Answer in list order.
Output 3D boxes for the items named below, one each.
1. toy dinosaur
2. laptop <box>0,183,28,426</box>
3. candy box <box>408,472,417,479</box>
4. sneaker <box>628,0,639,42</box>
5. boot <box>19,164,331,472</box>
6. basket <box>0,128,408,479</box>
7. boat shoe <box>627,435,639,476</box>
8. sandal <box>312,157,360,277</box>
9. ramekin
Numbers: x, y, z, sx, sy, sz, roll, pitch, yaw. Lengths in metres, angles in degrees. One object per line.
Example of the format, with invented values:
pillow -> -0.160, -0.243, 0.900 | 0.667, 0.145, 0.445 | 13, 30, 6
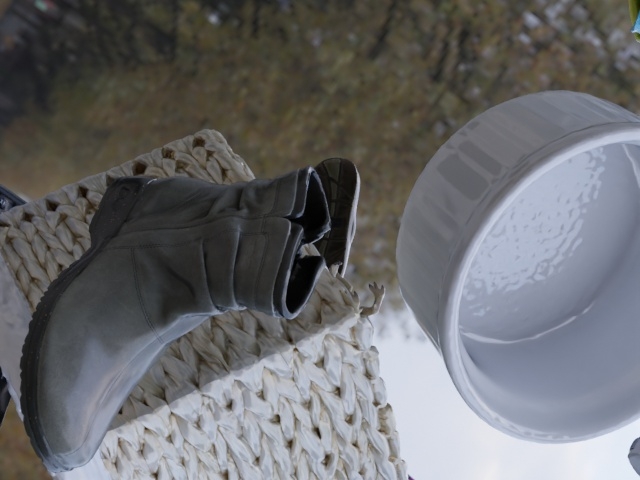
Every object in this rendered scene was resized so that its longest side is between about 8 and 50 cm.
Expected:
toy dinosaur -> 0.026, 0.084, 1.628 | 0.092, 0.053, 0.183 | -63, -143, 33
laptop -> -0.313, 0.024, 1.473 | 0.137, 0.264, 0.234 | -7, -124, 41
candy box -> 0.028, 0.234, 1.716 | 0.071, 0.233, 0.159 | -50, 169, -5
sneaker -> 0.496, -0.243, 1.993 | 0.208, 0.319, 0.127 | -15, 137, -33
boot -> -0.089, 0.040, 1.081 | 0.161, 0.083, 0.246 | -2, -133, 24
basket -> -0.115, 0.137, 1.393 | 0.266, 0.328, 0.331 | -26, -140, -13
boat shoe -> 0.339, 0.204, 1.228 | 0.076, 0.228, 0.080 | -45, 152, -16
sandal -> 0.000, 0.000, 2.111 | 0.060, 0.090, 0.219 | 66, 35, -65
ramekin -> 0.195, 0.013, 1.336 | 0.277, 0.277, 0.135 | -54, -145, 7
